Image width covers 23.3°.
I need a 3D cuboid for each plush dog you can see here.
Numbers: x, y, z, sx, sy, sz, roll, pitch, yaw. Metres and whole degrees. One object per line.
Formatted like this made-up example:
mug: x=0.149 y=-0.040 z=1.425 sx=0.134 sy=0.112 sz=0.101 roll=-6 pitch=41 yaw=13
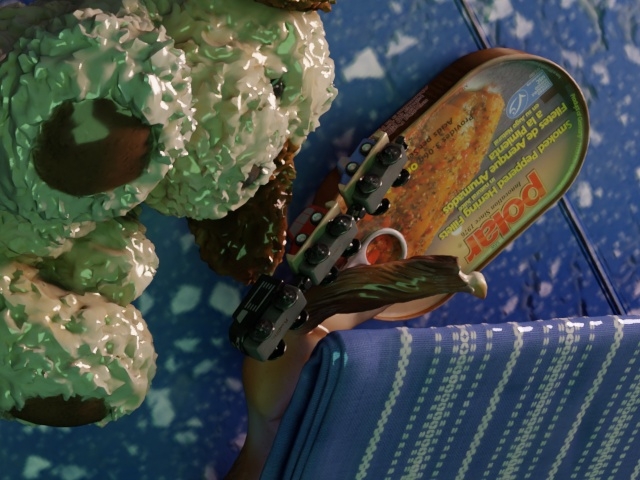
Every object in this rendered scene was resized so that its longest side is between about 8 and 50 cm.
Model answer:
plush dog: x=-0.095 y=-0.062 z=0.793 sx=0.225 sy=0.211 sz=0.262 roll=-19 pitch=144 yaw=-29

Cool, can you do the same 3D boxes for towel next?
towel: x=0.108 y=0.137 z=0.937 sx=0.336 sy=0.040 sz=0.243 roll=-2 pitch=127 yaw=-31

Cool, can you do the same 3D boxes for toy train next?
toy train: x=0.000 y=0.000 z=0.844 sx=0.158 sy=0.036 sz=0.027 roll=-54 pitch=142 yaw=-25

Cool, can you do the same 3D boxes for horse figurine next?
horse figurine: x=0.010 y=0.102 z=0.914 sx=0.174 sy=0.066 sz=0.263 roll=-4 pitch=128 yaw=-18

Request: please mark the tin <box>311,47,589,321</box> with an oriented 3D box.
tin: x=0.076 y=-0.034 z=0.925 sx=0.189 sy=0.040 sz=0.106 roll=-41 pitch=114 yaw=-3
